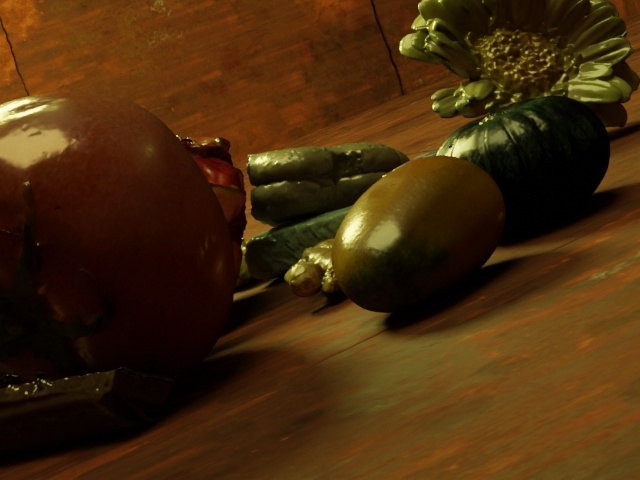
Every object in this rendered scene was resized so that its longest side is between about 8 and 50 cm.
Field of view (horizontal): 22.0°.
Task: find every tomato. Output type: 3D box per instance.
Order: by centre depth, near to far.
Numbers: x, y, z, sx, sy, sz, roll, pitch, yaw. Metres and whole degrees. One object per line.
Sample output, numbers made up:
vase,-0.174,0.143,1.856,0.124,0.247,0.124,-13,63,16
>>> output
tomato,-0.240,-0.010,1.610,0.341,0.341,0.273,-13,37,42

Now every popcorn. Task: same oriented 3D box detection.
popcorn,-0.103,0.028,2.096,0.083,0.057,0.082,-24,1,-1

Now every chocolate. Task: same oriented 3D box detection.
chocolate,-0.285,0.169,1.545,0.329,0.065,0.102,-16,-28,31

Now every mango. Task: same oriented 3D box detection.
mango,0.087,-0.002,1.579,0.151,0.120,0.221,-11,20,45

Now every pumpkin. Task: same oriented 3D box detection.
pumpkin,0.212,-0.084,1.756,0.202,0.140,0.202,-21,5,2

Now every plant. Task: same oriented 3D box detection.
plant,0.290,-0.236,2.225,0.261,0.306,0.297,-47,-27,11

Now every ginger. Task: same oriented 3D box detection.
ginger,0.022,0.026,1.823,0.193,0.052,0.176,-16,5,-27

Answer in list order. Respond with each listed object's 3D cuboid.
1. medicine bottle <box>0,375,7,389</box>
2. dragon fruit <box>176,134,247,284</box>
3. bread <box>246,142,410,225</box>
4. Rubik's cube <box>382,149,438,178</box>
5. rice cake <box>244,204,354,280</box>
medicine bottle,-0.464,0.108,1.809,0.232,0.238,0.238,-27,10,-29
dragon fruit,-0.232,-0.062,1.882,0.228,0.329,0.286,-64,13,-3
bread,0.025,-0.074,2.126,0.183,0.102,0.337,-12,-4,13
Rubik's cube,0.143,-0.055,1.895,0.092,0.092,0.092,-14,10,37
rice cake,0.000,0.000,1.993,0.206,0.063,0.069,-16,2,35
